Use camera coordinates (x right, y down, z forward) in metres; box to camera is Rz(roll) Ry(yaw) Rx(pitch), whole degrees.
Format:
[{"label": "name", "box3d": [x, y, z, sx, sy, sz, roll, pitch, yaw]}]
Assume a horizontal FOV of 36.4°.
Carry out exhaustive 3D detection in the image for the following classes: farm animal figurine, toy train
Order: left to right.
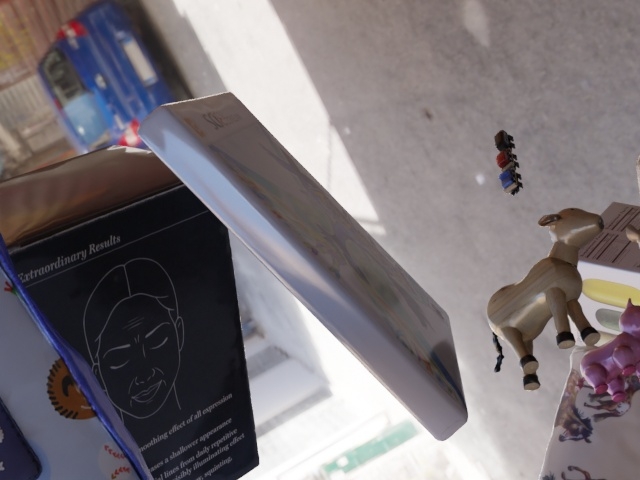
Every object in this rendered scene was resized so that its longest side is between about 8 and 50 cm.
[{"label": "toy train", "box3d": [0.297, -0.126, 1.547, 0.036, 0.027, 0.158, 37, -147, -25]}, {"label": "farm animal figurine", "box3d": [0.349, 0.007, 1.007, 0.327, 0.330, 0.172, 95, 169, -46]}]

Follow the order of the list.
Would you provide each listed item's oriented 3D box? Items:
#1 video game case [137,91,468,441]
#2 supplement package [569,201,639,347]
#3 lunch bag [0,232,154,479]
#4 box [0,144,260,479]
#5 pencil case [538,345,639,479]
[{"label": "video game case", "box3d": [0.000, 0.000, 0.858, 0.329, 0.036, 0.300, 46, -169, -5]}, {"label": "supplement package", "box3d": [0.589, 0.081, 1.683, 0.263, 0.198, 0.199, 14, 131, 42]}, {"label": "lunch bag", "box3d": [-0.324, 0.196, 0.673, 0.328, 0.385, 0.239, 59, -179, -5]}, {"label": "box", "box3d": [-0.260, 0.128, 1.098, 0.212, 0.293, 0.395, 15, 119, 41]}, {"label": "pencil case", "box3d": [0.367, 0.352, 1.258, 0.183, 0.410, 0.160, 24, 163, -20]}]
